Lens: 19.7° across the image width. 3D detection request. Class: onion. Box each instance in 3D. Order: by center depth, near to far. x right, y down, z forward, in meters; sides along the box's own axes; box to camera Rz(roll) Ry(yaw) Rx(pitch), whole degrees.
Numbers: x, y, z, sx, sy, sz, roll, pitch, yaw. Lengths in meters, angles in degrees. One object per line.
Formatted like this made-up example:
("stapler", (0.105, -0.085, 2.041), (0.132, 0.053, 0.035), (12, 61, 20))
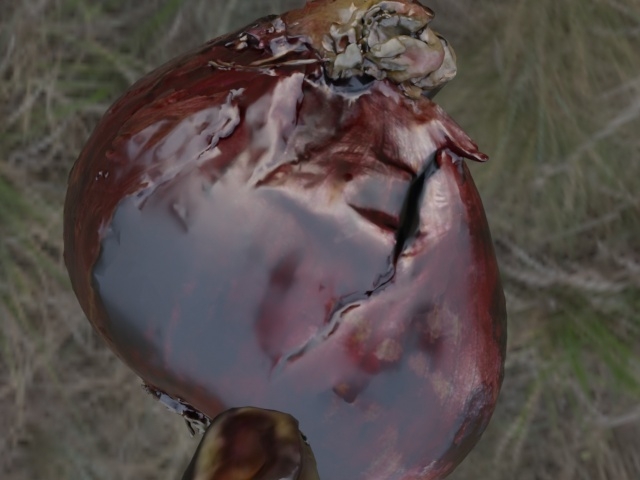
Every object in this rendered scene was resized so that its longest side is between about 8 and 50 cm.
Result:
("onion", (-0.012, 0.016, 0.999), (0.281, 0.281, 0.221), (-44, 160, 22))

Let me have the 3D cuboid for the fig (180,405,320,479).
("fig", (0.107, 0.134, 0.387), (0.321, 0.217, 0.217), (36, 118, 5))
